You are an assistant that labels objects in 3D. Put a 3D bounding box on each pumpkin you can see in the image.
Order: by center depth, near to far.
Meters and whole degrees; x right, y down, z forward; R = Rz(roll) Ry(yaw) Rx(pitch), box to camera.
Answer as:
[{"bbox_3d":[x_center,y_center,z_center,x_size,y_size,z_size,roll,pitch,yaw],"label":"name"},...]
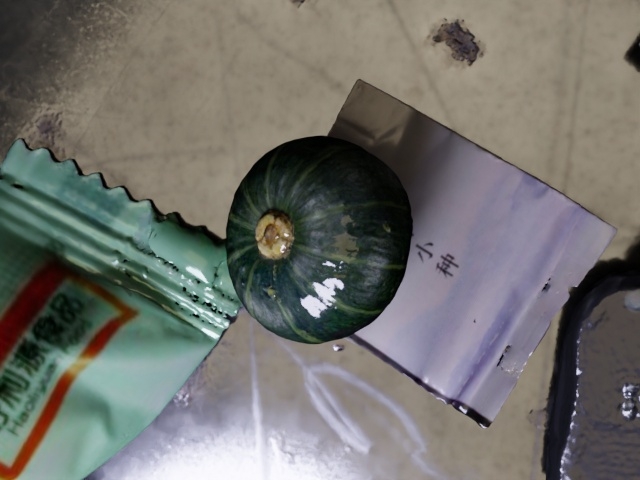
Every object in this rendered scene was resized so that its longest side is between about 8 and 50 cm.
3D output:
[{"bbox_3d":[-0.003,-0.001,1.059,0.167,0.125,0.167,2,94,28],"label":"pumpkin"}]

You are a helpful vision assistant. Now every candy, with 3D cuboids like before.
[{"bbox_3d":[-0.258,0.127,1.129,0.263,0.172,0.398,32,78,-6],"label":"candy"}]

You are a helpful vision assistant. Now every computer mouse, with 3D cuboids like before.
[{"bbox_3d":[0.253,0.130,1.098,0.122,0.073,0.217,7,96,12],"label":"computer mouse"}]

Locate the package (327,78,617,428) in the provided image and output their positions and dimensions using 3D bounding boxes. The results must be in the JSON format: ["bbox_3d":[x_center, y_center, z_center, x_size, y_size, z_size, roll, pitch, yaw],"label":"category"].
[{"bbox_3d":[0.090,0.010,1.119,0.251,0.062,0.204,33,97,16],"label":"package"}]
